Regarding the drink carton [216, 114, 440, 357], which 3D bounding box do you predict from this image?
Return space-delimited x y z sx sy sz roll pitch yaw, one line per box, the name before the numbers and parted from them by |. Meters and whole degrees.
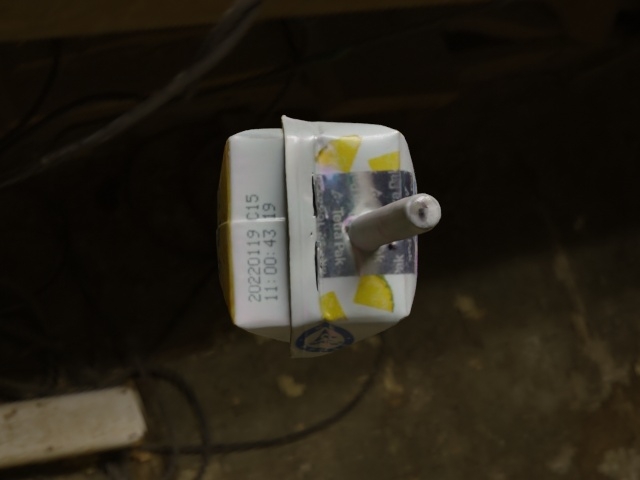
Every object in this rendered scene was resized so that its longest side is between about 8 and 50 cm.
drink carton | 0.000 0.000 0.556 0.074 0.200 0.084 0 86 1
